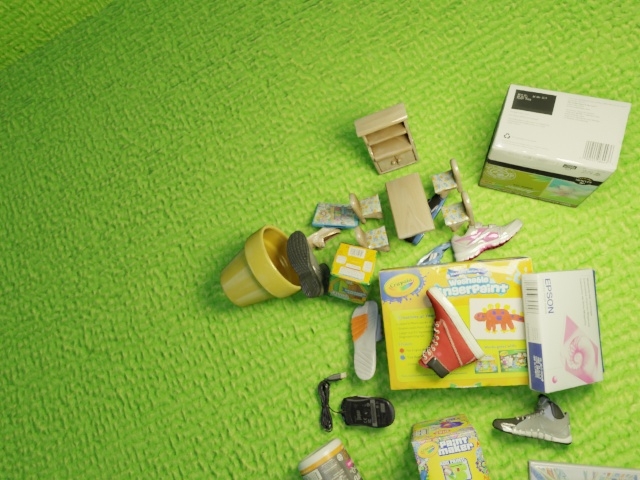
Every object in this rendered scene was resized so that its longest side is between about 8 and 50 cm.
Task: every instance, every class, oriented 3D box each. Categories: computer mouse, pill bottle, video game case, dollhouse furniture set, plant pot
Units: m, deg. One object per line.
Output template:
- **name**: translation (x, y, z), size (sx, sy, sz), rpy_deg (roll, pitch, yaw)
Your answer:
- **computer mouse**: translation (0.117, 0.527, 1.472), size (0.262, 0.060, 0.184), rpy_deg (-14, 78, 21)
- **pill bottle**: translation (0.061, 0.777, 1.368), size (0.162, 0.162, 0.278), rpy_deg (-34, 73, 3)
- **video game case**: translation (0.062, -0.092, 1.622), size (0.166, 0.015, 0.119), rpy_deg (4, 46, 13)
- **video game case**: translation (0.780, 0.804, 1.265), size (0.329, 0.036, 0.299), rpy_deg (-1, 76, 13)
- **dollhouse furniture set**: translation (0.262, -0.204, 1.455), size (0.362, 0.256, 0.394), rpy_deg (-17, 60, 16)
- **plant pot**: translation (-0.212, 0.111, 1.560), size (0.239, 0.254, 0.254), rpy_deg (-32, 71, 20)

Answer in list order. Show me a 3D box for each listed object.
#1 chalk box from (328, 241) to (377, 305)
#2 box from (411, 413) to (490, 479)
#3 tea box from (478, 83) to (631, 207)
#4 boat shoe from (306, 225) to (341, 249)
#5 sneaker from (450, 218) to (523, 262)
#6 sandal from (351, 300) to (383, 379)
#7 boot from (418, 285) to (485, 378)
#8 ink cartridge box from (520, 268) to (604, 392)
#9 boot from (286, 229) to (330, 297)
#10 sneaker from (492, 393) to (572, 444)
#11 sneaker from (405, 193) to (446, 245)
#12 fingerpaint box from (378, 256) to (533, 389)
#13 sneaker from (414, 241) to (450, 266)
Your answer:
- **chalk box**: translation (0.104, 0.125, 1.486), size (0.133, 0.213, 0.132), rpy_deg (14, 57, 8)
- **box**: translation (0.377, 0.670, 1.254), size (0.177, 0.290, 0.279), rpy_deg (-16, 75, 9)
- **tea box**: translation (0.706, -0.285, 1.391), size (0.329, 0.323, 0.219), rpy_deg (16, 80, 17)
- **boat shoe**: translation (0.000, 0.000, 1.619), size (0.170, 0.063, 0.059), rpy_deg (-38, 66, 1)
- **sneaker**: translation (0.547, -0.019, 1.480), size (0.252, 0.103, 0.111), rpy_deg (-26, 74, 5)
- **sandal**: translation (0.161, 0.337, 1.494), size (0.102, 0.076, 0.265), rpy_deg (-12, 61, 34)
- **boot**: translation (0.331, 0.268, 1.276), size (0.176, 0.088, 0.244), rpy_deg (-32, 87, 11)
- **ink cartridge box**: translation (0.726, 0.247, 1.275), size (0.330, 0.071, 0.323), rpy_deg (-2, 86, -24)
- **boot**: translation (-0.029, 0.089, 1.557), size (0.084, 0.161, 0.246), rpy_deg (-23, 78, 24)
- **sneaker**: translation (0.640, 0.529, 1.346), size (0.229, 0.086, 0.132), rpy_deg (9, 74, 4)
- **sneaker**: translation (0.360, -0.098, 1.552), size (0.090, 0.081, 0.232), rpy_deg (33, 86, 13)
- **fingerpaint box**: translation (0.424, 0.252, 1.382), size (0.445, 0.163, 0.370), rpy_deg (-7, 88, 11)
- **sneaker**: translation (0.394, 0.061, 1.520), size (0.144, 0.053, 0.059), rpy_deg (-43, 73, 14)
